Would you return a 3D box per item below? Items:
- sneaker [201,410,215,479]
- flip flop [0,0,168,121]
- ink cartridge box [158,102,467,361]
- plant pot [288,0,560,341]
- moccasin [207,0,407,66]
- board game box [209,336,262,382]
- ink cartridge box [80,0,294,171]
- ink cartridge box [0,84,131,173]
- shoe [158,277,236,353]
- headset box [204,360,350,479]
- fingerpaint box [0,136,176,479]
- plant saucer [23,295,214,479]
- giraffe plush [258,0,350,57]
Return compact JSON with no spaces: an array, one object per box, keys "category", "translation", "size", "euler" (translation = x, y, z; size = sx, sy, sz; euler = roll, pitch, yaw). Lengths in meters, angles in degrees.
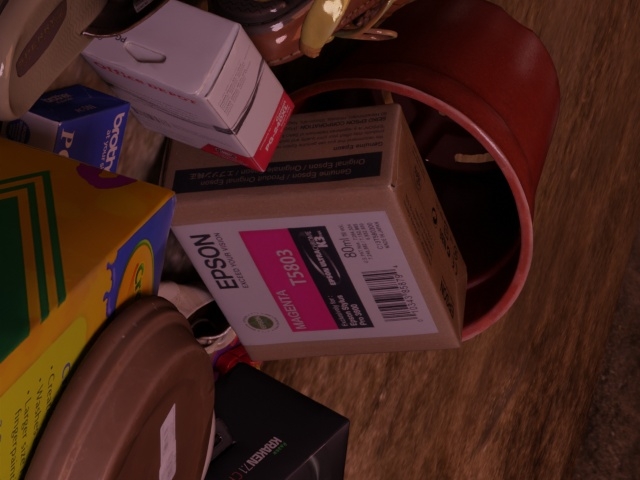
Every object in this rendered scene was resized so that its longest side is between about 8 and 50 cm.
[{"category":"sneaker","translation":[-0.180,0.195,1.349],"size":[0.282,0.102,0.161],"euler":[-58,155,-27]},{"category":"flip flop","translation":[-0.129,-0.181,1.115],"size":[0.277,0.080,0.112],"euler":[-58,158,-31]},{"category":"ink cartridge box","translation":[0.000,0.000,1.394],"size":[0.234,0.193,0.088],"euler":[62,28,-50]},{"category":"plant pot","translation":[0.096,-0.084,1.584],"size":[0.265,0.272,0.272],"euler":[-56,158,-52]},{"category":"moccasin","translation":[0.020,-0.227,1.414],"size":[0.380,0.139,0.147],"euler":[-58,151,-54]},{"category":"board game box","translation":[-0.080,0.140,1.656],"size":[0.133,0.033,0.168],"euler":[-60,159,-24]},{"category":"ink cartridge box","translation":[-0.094,-0.117,1.233],"size":[0.063,0.109,0.150],"euler":[-64,160,-11]},{"category":"ink cartridge box","translation":[-0.193,0.001,1.189],"size":[0.097,0.046,0.207],"euler":[-28,135,-64]},{"category":"shoe","translation":[-0.109,0.072,1.468],"size":[0.076,0.058,0.219],"euler":[-69,161,2]},{"category":"headset box","translation":[-0.101,0.285,1.565],"size":[0.246,0.131,0.283],"euler":[-39,146,-41]},{"category":"fingerpaint box","translation":[-0.254,0.209,1.017],"size":[0.371,0.163,0.444],"euler":[-52,156,-58]},{"category":"plant saucer","translation":[-0.126,0.171,1.050],"size":[0.278,0.041,0.278],"euler":[16,90,-78]},{"category":"giraffe plush","translation":[0.040,-0.238,1.181],"size":[0.170,0.210,0.181],"euler":[-15,132,-16]}]
